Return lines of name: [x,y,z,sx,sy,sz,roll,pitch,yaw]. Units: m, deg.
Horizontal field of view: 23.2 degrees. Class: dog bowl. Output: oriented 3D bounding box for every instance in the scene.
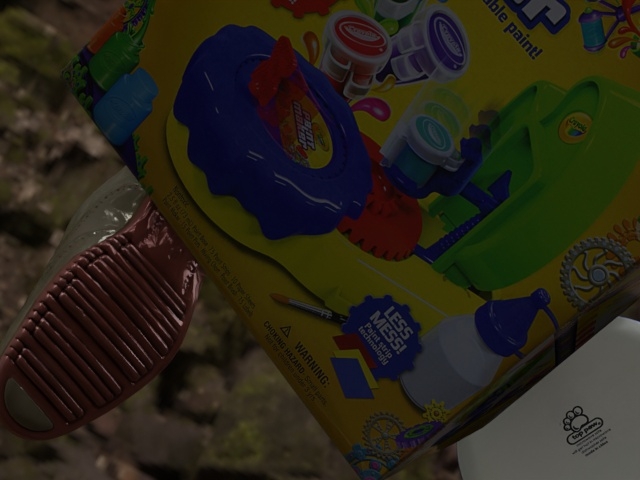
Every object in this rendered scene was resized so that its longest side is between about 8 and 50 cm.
dog bowl: [0.275,0.211,1.580,0.265,0.265,0.104,21,-20,35]

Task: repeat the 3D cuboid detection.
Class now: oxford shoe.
oxford shoe: [-0.203,0.040,1.520,0.146,0.397,0.140,-5,-54,45]

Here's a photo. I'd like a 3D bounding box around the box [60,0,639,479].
box: [0.068,-0.075,0.859,0.290,0.279,0.177,52,22,13]
